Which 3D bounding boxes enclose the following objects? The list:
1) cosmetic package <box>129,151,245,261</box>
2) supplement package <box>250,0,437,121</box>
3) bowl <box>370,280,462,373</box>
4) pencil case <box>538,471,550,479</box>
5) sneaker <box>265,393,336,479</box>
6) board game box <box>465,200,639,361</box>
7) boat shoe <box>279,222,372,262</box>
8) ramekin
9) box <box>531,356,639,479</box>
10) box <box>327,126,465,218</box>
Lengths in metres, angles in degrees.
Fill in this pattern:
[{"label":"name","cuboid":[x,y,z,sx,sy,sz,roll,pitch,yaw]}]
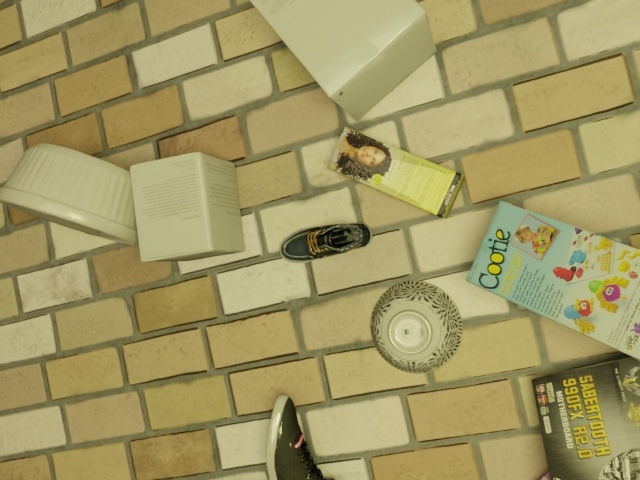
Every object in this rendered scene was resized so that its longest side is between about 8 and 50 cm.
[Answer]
[{"label":"cosmetic package","cuboid":[-0.250,-0.058,1.171,0.151,0.151,0.183,-8,86,16]},{"label":"supplement package","cuboid":[0.036,-0.385,1.066,0.199,0.198,0.262,-40,79,12]},{"label":"bowl","cuboid":[0.163,0.159,1.085,0.170,0.080,0.170,0,90,17]},{"label":"pencil case","cuboid":[0.387,0.437,1.011,0.086,0.088,0.206,40,99,11]},{"label":"sneaker","cuboid":[-0.017,0.426,1.127,0.147,0.104,0.295,-1,95,15]},{"label":"board game box","cuboid":[0.394,0.059,0.941,0.275,0.142,0.144,27,97,35]},{"label":"boat shoe","cuboid":[0.000,0.000,1.132,0.183,0.083,0.065,-13,86,16]},{"label":"ramekin","cuboid":[-0.461,-0.088,1.185,0.273,0.273,0.127,15,81,16]},{"label":"box","cuboid":[0.437,0.307,0.933,0.183,0.056,0.231,-22,49,31]},{"label":"box","cuboid":[0.135,-0.122,1.107,0.232,0.058,0.087,24,96,15]}]
